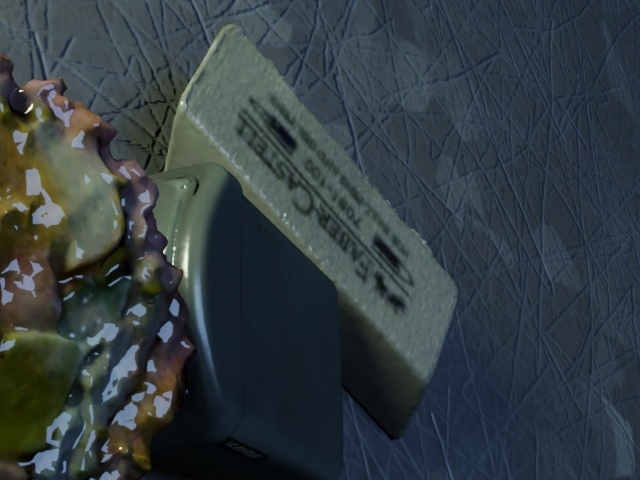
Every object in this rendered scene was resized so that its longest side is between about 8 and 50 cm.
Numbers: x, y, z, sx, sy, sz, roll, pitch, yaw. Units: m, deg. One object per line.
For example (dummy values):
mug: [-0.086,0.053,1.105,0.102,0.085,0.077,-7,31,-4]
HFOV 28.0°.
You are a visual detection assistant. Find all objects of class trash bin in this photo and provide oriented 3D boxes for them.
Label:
trash bin: [-0.068,0.063,0.818,0.236,0.101,0.176,44,38,-57]

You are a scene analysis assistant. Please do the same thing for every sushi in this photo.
sushi: [-0.197,0.047,0.601,0.236,0.171,0.270,40,60,-40]

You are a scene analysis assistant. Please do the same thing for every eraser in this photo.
eraser: [0.001,0.000,0.994,0.352,0.077,0.111,49,40,-25]
